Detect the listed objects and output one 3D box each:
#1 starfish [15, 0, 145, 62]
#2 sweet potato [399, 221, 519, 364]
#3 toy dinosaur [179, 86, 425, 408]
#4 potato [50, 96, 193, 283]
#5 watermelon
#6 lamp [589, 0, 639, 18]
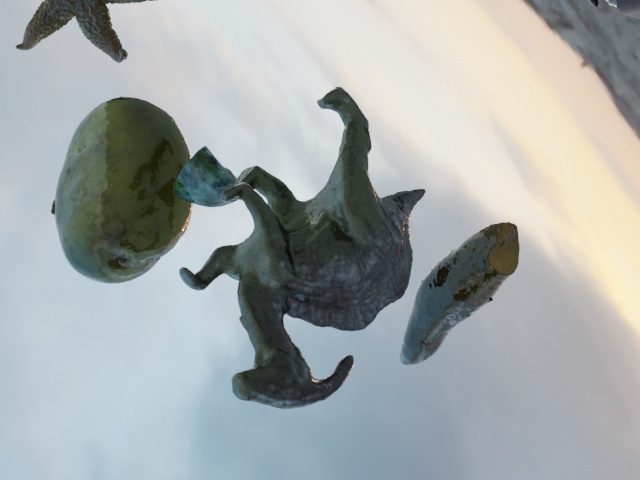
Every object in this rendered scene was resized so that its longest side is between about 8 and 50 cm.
[{"bbox_3d":[-0.341,-0.393,1.342,0.231,0.295,0.048,28,-174,-2],"label":"starfish"},{"bbox_3d":[0.145,0.071,1.017,0.077,0.243,0.077,22,-142,-19],"label":"sweet potato"},{"bbox_3d":[-0.005,0.004,0.693,0.162,0.077,0.294,46,-123,-7],"label":"toy dinosaur"},{"bbox_3d":[-0.249,-0.063,1.119,0.228,0.197,0.148,65,-178,35],"label":"potato"},{"bbox_3d":[-0.128,-0.077,1.030,0.085,0.085,0.061,38,-148,-38],"label":"watermelon"},{"bbox_3d":[0.487,-0.432,1.215,0.233,0.265,0.233,51,167,17],"label":"lamp"}]
